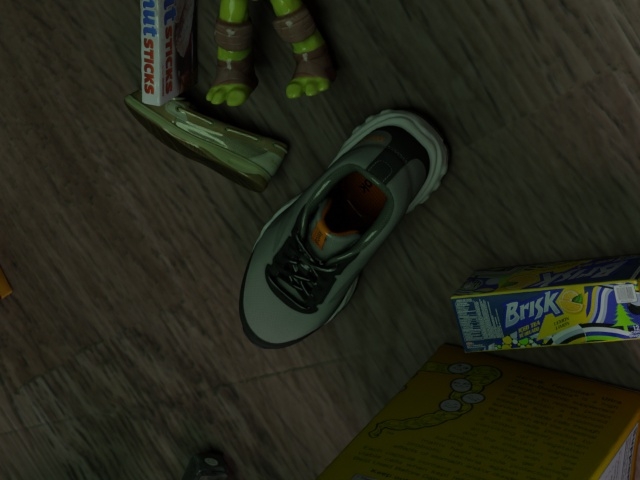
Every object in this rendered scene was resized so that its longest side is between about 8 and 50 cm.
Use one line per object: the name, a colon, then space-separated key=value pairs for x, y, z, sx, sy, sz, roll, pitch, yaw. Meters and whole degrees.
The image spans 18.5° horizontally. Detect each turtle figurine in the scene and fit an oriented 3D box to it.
turtle figurine: x=-0.070 y=-0.223 z=1.614 sx=0.269 sy=0.087 sz=0.217 roll=-10 pitch=117 yaw=-1

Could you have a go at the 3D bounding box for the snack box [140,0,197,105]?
snack box: x=-0.130 y=-0.208 z=1.676 sx=0.022 sy=0.064 sz=0.178 roll=14 pitch=118 yaw=24

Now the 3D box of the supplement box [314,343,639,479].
supplement box: x=0.110 y=0.258 z=1.582 sx=0.195 sy=0.356 sz=0.194 roll=14 pitch=118 yaw=23

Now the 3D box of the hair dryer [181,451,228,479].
hair dryer: x=-0.194 y=0.344 z=1.878 sx=0.080 sy=0.223 sz=0.293 roll=28 pitch=129 yaw=-18

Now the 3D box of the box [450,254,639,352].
box: x=0.198 y=0.052 z=1.622 sx=0.169 sy=0.059 sz=0.054 roll=-6 pitch=110 yaw=30

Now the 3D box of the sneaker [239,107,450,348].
sneaker: x=0.000 y=0.000 z=1.678 sx=0.100 sy=0.108 sz=0.271 roll=40 pitch=126 yaw=4

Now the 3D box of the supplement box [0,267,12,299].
supplement box: x=-0.433 y=0.021 z=1.866 sx=0.129 sy=0.194 sz=0.191 roll=-19 pitch=102 yaw=34

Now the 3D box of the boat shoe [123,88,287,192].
boat shoe: x=-0.102 y=-0.097 z=1.728 sx=0.153 sy=0.048 sz=0.056 roll=29 pitch=168 yaw=19
